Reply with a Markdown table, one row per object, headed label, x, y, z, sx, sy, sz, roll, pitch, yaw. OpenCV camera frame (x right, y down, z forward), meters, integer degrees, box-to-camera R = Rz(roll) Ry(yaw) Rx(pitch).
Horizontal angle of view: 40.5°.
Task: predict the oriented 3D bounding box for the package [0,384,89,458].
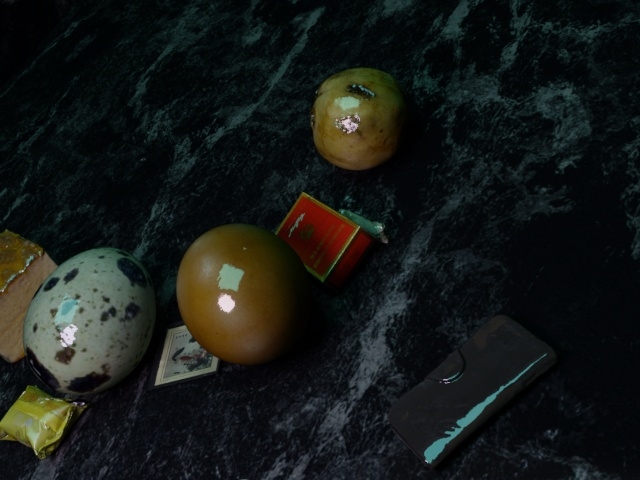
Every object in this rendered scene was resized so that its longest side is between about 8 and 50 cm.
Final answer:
| label | x | y | z | sx | sy | sz | roll | pitch | yaw |
| --- | --- | --- | --- | --- | --- | --- | --- | --- | --- |
| package | -0.653 | 0.416 | 2.018 | 0.226 | 0.090 | 0.168 | 10 | 52 | 38 |

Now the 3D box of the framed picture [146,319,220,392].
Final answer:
| label | x | y | z | sx | sy | sz | roll | pitch | yaw |
| --- | --- | --- | --- | --- | --- | --- | --- | --- | --- |
| framed picture | -0.302 | 0.250 | 2.013 | 0.195 | 0.010 | 0.199 | -16 | 41 | 21 |

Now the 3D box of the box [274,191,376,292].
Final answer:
| label | x | y | z | sx | sy | sz | roll | pitch | yaw |
| --- | --- | --- | --- | --- | --- | --- | --- | --- | --- |
| box | 0.001 | 0.000 | 1.992 | 0.240 | 0.074 | 0.153 | 33 | 93 | 48 |

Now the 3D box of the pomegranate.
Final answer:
| label | x | y | z | sx | sy | sz | roll | pitch | yaw |
| --- | --- | --- | --- | --- | --- | --- | --- | --- | --- |
| pomegranate | 0.093 | -0.298 | 2.146 | 0.260 | 0.260 | 0.260 | -19 | 41 | 17 |

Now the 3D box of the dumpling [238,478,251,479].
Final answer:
| label | x | y | z | sx | sy | sz | roll | pitch | yaw |
| --- | --- | --- | --- | --- | --- | --- | --- | --- | --- |
| dumpling | -0.136 | 0.495 | 1.570 | 0.247 | 0.142 | 0.172 | -9 | 9 | 36 |

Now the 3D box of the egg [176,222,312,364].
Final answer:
| label | x | y | z | sx | sy | sz | roll | pitch | yaw |
| --- | --- | --- | --- | --- | --- | --- | --- | --- | --- |
| egg | -0.165 | 0.110 | 1.847 | 0.282 | 0.282 | 0.351 | -39 | 37 | -7 |

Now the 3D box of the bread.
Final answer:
| label | x | y | z | sx | sy | sz | roll | pitch | yaw |
| --- | --- | --- | --- | --- | --- | --- | --- | --- | --- |
| bread | -0.840 | 0.145 | 2.339 | 0.279 | 0.207 | 0.279 | 16 | 60 | 45 |

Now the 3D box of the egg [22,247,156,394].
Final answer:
| label | x | y | z | sx | sy | sz | roll | pitch | yaw |
| --- | --- | --- | --- | --- | --- | --- | --- | --- | --- |
| egg | -0.527 | 0.181 | 2.020 | 0.287 | 0.287 | 0.379 | -4 | 49 | 32 |

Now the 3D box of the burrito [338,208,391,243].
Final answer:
| label | x | y | z | sx | sy | sz | roll | pitch | yaw |
| --- | --- | --- | --- | --- | --- | --- | --- | --- | --- |
| burrito | 0.095 | -0.034 | 2.005 | 0.042 | 0.051 | 0.171 | -30 | 32 | -25 |

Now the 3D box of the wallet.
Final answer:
| label | x | y | z | sx | sy | sz | roll | pitch | yaw |
| --- | --- | --- | --- | --- | --- | --- | --- | --- | --- |
| wallet | 0.269 | 0.267 | 1.577 | 0.309 | 0.042 | 0.165 | -39 | 40 | -8 |
